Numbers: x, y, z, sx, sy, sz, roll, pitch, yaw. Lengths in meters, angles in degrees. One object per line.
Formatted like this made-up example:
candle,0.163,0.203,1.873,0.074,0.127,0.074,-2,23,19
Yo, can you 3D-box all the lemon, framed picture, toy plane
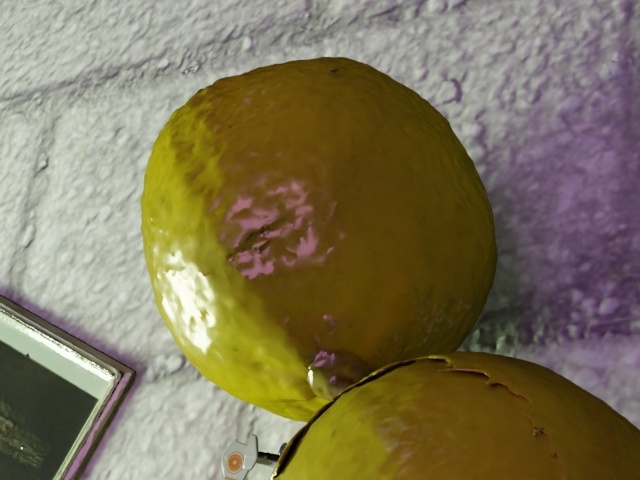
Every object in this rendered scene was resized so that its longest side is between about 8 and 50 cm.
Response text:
lemon,0.095,0.209,0.836,0.297,0.297,0.297,-17,57,28
framed picture,-0.325,0.175,1.335,0.293,0.018,0.231,21,79,41
toy plane,0.002,0.179,1.076,0.197,0.053,0.078,3,77,32
lemon,0.000,0.000,1.029,0.268,0.268,0.322,-41,42,11
